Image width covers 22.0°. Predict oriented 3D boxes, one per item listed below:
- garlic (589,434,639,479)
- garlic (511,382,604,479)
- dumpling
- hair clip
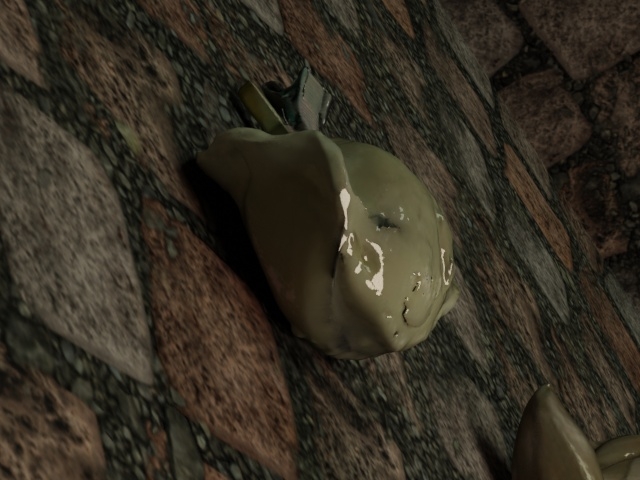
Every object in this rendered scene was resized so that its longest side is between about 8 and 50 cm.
[{"bbox_3d":[0.386,0.322,2.009,0.203,0.185,0.281,35,27,-23],"label":"garlic"},{"bbox_3d":[0.288,0.322,1.836,0.143,0.112,0.318,79,-13,-70],"label":"garlic"},{"bbox_3d":[0.000,0.000,1.523,0.243,0.187,0.318,24,-10,26],"label":"dumpling"},{"bbox_3d":[-0.022,-0.108,1.718,0.159,0.071,0.218,45,16,-34],"label":"hair clip"}]
